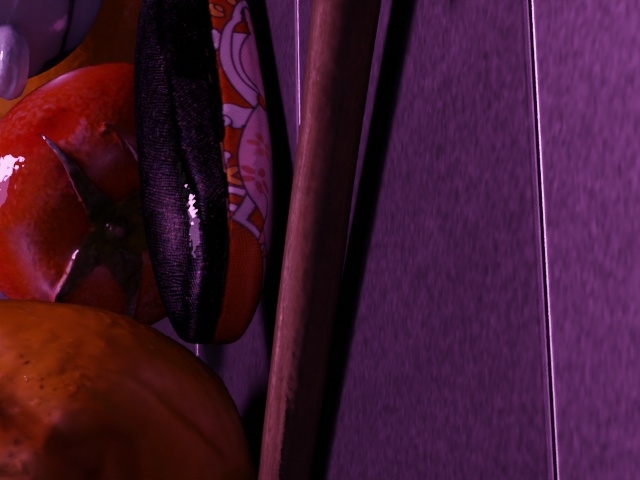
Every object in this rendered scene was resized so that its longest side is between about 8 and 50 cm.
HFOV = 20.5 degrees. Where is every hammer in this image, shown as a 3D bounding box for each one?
[{"bbox_3d":[0.000,0.000,0.728,0.111,0.043,0.365,-109,22,-56],"label":"hammer"}]

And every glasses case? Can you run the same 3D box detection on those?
[{"bbox_3d":[-0.065,-0.060,0.950,0.103,0.067,0.267,106,162,-44],"label":"glasses case"}]

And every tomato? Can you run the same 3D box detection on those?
[{"bbox_3d":[-0.140,-0.031,1.086,0.167,0.167,0.167,-178,90,-78],"label":"tomato"}]

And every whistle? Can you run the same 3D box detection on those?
[{"bbox_3d":[-0.221,-0.199,1.143,0.163,0.163,0.290,106,153,-47],"label":"whistle"}]

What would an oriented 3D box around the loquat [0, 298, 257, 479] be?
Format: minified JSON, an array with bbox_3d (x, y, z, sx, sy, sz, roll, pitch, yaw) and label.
[{"bbox_3d":[-0.157,0.165,0.905,0.284,0.276,0.276,130,141,-78],"label":"loquat"}]

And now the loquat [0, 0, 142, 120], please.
[{"bbox_3d":[-0.198,-0.168,1.338,0.187,0.176,0.234,-10,71,43],"label":"loquat"}]
